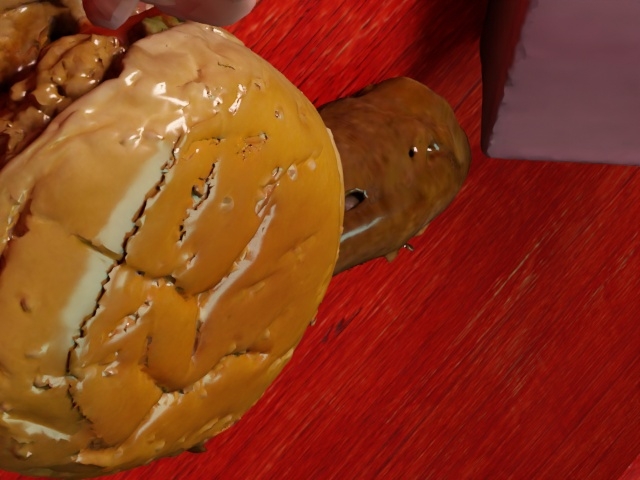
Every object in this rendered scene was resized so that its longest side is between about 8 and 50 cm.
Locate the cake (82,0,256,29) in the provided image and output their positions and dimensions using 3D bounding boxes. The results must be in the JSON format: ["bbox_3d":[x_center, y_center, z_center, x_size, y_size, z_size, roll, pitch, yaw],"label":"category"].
[{"bbox_3d":[-0.055,-0.242,0.352,0.293,0.307,0.314,-46,159,-2],"label":"cake"}]

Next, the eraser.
[{"bbox_3d":[0.293,-0.154,1.138,0.272,0.359,0.122,100,-7,-55],"label":"eraser"}]

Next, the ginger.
[{"bbox_3d":[-0.004,-0.007,1.113,0.309,0.107,0.133,-43,144,-28],"label":"ginger"}]

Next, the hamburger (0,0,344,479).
[{"bbox_3d":[-0.103,-0.007,0.831,0.244,0.163,0.244,-39,157,-21],"label":"hamburger"}]
